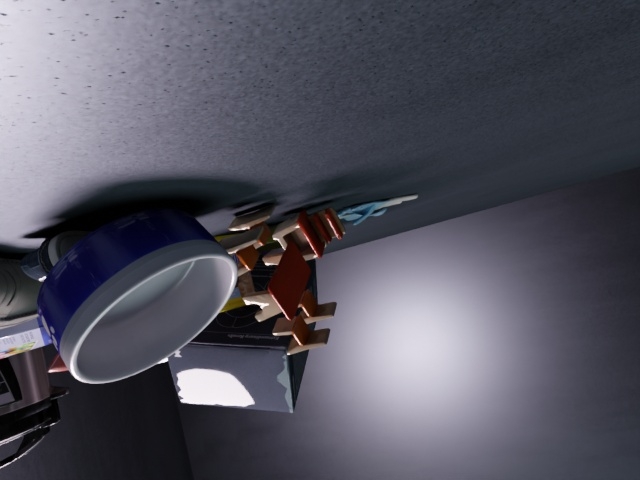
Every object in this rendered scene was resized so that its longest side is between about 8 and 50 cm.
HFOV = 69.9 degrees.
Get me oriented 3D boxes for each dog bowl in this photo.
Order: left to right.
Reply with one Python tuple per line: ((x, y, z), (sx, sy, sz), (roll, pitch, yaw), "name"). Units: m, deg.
((-0.259, 0.082, 0.679), (0.265, 0.104, 0.265), (-38, 159, -18), "dog bowl")

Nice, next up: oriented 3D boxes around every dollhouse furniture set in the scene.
((-0.044, 0.041, 0.890), (0.135, 0.262, 0.259), (-18, -152, 24), "dollhouse furniture set")

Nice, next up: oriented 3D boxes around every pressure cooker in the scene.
((-0.893, 0.384, 1.167), (0.369, 0.421, 0.375), (-14, 175, 11), "pressure cooker")

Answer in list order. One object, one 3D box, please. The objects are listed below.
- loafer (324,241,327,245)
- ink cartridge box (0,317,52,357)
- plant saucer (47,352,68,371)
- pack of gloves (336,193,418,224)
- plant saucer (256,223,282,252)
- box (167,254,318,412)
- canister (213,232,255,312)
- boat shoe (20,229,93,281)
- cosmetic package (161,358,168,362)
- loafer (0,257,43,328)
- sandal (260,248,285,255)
((0.000, 0.000, 1.585), (0.050, 0.056, 0.148), (-14, -175, -11), "loafer")
((-0.578, 0.171, 0.820), (0.311, 0.065, 0.186), (-17, 168, -33), "ink cartridge box")
((-0.457, 0.152, 0.940), (0.047, 0.258, 0.259), (33, 154, -19), "plant saucer")
((0.116, -0.063, 1.218), (0.232, 0.046, 0.195), (-12, 174, -28), "pack of gloves")
((-0.101, -0.011, 1.166), (0.188, 0.045, 0.188), (-12, 175, -28), "plant saucer")
((-0.180, 0.223, 1.221), (0.293, 0.212, 0.395), (2, -151, 9), "box")
((-0.222, 0.077, 1.077), (0.126, 0.170, 0.073), (-10, 174, -44), "canister")
((-0.344, 0.041, 0.732), (0.079, 0.095, 0.254), (-17, 173, 15), "boat shoe")
((-0.518, 0.254, 1.582), (0.155, 0.197, 0.365), (-15, -166, 8), "cosmetic package")
((-0.483, 0.077, 0.644), (0.111, 0.112, 0.319), (-7, 178, 21), "loafer")
((-0.240, 0.071, 1.481), (0.416, 0.102, 0.169), (-31, -176, 25), "sandal")
